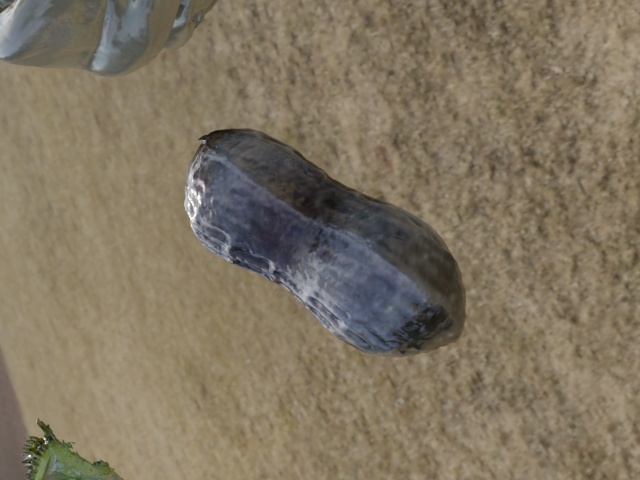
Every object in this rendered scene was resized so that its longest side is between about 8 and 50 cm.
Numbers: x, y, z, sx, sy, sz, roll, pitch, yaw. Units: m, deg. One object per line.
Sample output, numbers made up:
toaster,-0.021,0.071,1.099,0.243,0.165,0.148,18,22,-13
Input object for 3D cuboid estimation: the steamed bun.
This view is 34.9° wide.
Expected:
steamed bun,-0.233,-0.356,1.235,0.342,0.255,0.367,-44,38,26

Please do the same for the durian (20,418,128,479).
durian,-0.328,0.291,1.310,0.215,0.100,0.086,51,-167,-51

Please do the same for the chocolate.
chocolate,0.000,0.000,0.758,0.248,0.110,0.110,30,137,15
